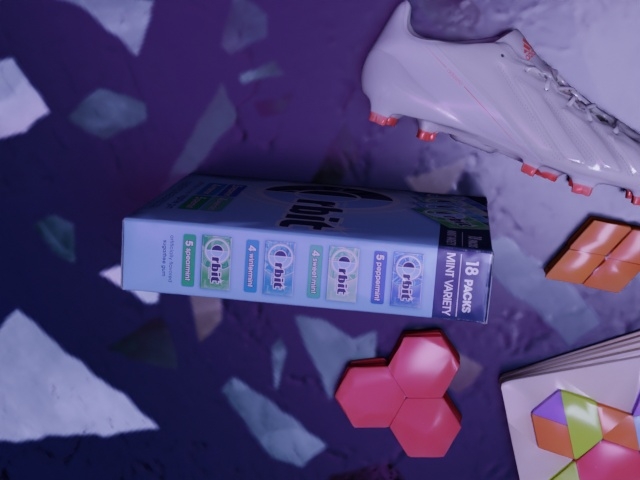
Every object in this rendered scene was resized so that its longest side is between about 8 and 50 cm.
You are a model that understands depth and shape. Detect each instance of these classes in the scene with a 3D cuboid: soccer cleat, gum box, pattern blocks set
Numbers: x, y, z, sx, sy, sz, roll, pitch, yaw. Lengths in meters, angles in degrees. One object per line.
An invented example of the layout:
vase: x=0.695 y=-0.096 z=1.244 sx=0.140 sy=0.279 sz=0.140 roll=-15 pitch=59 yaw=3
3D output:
soccer cleat: x=0.119 y=-0.077 z=0.714 sx=0.196 sy=0.068 sz=0.076 roll=20 pitch=99 yaw=5
gum box: x=0.000 y=0.000 z=0.694 sx=0.185 sy=0.157 sz=0.041 roll=4 pitch=102 yaw=5
pattern blocks set: x=0.202 y=0.125 z=0.762 sx=0.325 sy=0.026 sz=0.285 roll=-27 pitch=97 yaw=10
